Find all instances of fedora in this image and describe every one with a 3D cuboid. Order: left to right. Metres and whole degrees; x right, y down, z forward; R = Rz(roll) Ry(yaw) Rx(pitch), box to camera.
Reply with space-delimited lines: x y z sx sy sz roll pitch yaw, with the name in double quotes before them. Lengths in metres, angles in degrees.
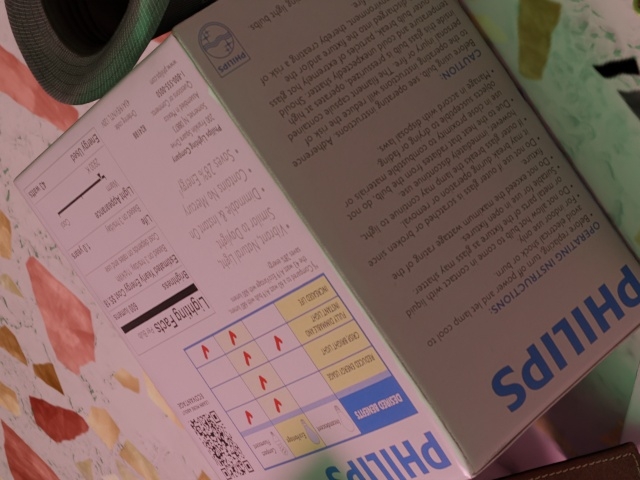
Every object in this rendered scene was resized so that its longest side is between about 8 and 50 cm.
"fedora" -0.132 -0.240 1.475 0.244 0.124 0.275 54 135 38

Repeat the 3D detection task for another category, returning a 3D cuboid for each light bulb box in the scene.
"light bulb box" 0.000 0.000 1.474 0.361 0.225 0.358 55 150 -3

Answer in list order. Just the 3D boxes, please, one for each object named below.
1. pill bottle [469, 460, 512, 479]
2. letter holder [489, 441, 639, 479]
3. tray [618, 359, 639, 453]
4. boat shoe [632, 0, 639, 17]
"pill bottle" 0.070 0.284 1.680 0.229 0.131 0.131 -37 88 35
"letter holder" 0.110 0.300 1.466 0.152 0.302 0.214 126 129 -71
"tray" 0.266 0.212 1.469 0.270 0.030 0.145 94 157 -48
"boat shoe" 0.231 -0.122 1.137 0.091 0.109 0.305 12 134 44
